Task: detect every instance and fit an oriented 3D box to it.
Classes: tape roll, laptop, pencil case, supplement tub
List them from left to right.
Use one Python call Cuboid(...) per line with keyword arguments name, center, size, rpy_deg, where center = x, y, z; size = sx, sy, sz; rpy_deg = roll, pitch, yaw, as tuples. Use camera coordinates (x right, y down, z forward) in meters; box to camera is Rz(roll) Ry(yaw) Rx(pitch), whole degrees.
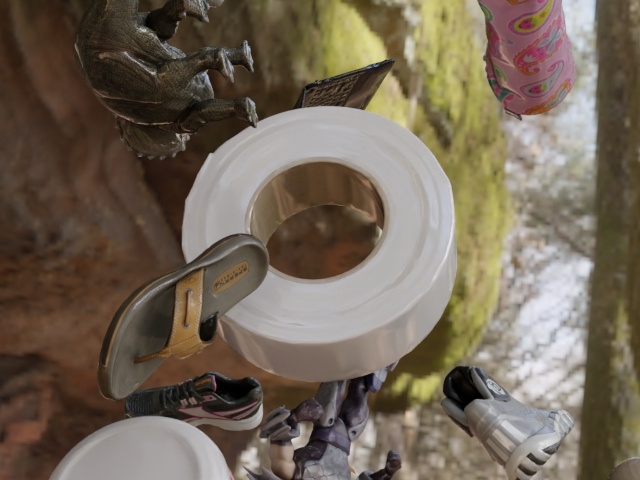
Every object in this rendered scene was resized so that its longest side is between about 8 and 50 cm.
Cuboid(name="supplement tub", center=(-0.150, 0.321, 1.346), size=(0.191, 0.191, 0.272), rpy_deg=(3, -40, 21))
Cuboid(name="tape roll", center=(0.000, 0.000, 1.403), size=(0.286, 0.286, 0.100), rpy_deg=(5, -28, 10))
Cuboid(name="laptop", center=(0.003, -0.150, 2.171), size=(0.264, 0.136, 0.234), rpy_deg=(-20, -17, -26))
Cuboid(name="pencil case", center=(0.247, -0.266, 1.643), size=(0.124, 0.124, 0.284), rpy_deg=(4, -24, 15))

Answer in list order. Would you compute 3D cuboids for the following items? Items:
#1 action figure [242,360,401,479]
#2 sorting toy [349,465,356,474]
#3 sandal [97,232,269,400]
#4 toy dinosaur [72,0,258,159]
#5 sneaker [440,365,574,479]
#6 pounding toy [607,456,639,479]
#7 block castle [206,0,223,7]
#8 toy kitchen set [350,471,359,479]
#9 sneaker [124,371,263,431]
Cuboid(name="action figure", center=(0.018, 0.197, 1.450), size=(0.099, 0.285, 0.185), rpy_deg=(-8, -37, 39))
Cuboid(name="sorting toy", center=(0.099, 0.501, 2.032), size=(0.041, 0.307, 0.229), rpy_deg=(-29, -37, 11))
Cuboid(name="sandal", center=(-0.117, 0.070, 1.235), size=(0.060, 0.090, 0.219), rpy_deg=(25, 44, 36))
Cuboid(name="toy dinosaur", center=(-0.156, -0.156, 1.239), size=(0.160, 0.121, 0.313), rpy_deg=(-14, -21, 14))
Cuboid(name="sneaker", center=(0.190, 0.178, 1.403), size=(0.132, 0.086, 0.229), rpy_deg=(43, 4, 11))
Cuboid(name="pounding toy", center=(0.278, 0.208, 0.845), size=(0.237, 0.110, 0.183), rpy_deg=(-4, 6, 32))
Cuboid(name="block castle", center=(0.025, -0.464, 1.755), size=(0.453, 0.212, 0.303), rpy_deg=(-8, -38, -24))
Cuboid(name="toy kitchen set", center=(-0.028, 0.431, 2.064), size=(0.122, 0.166, 0.207), rpy_deg=(40, -24, -19))
Cuboid(name="sneaker", center=(-0.154, 0.191, 1.653), size=(0.178, 0.072, 0.077), rpy_deg=(-5, -40, -18))
